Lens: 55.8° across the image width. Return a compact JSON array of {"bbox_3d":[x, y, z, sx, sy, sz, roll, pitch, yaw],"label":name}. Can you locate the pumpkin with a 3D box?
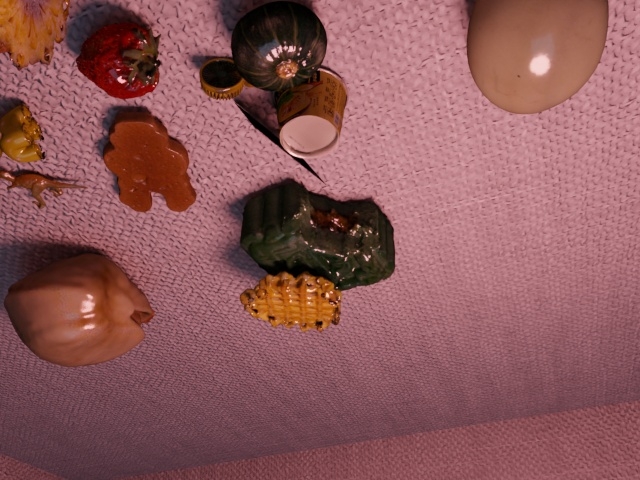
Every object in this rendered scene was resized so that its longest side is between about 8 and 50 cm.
[{"bbox_3d":[-0.070,-0.331,1.034,0.167,0.125,0.167,-13,141,-11],"label":"pumpkin"}]

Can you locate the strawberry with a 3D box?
[{"bbox_3d":[-0.349,-0.312,1.062,0.148,0.131,0.131,6,156,43],"label":"strawberry"}]

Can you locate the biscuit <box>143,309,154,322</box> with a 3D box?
[{"bbox_3d":[-0.562,0.218,1.830,0.102,0.019,0.130,-11,143,13],"label":"biscuit"}]

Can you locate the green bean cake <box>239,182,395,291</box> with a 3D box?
[{"bbox_3d":[0.000,0.000,1.447,0.300,0.169,0.308,-17,140,22],"label":"green bean cake"}]

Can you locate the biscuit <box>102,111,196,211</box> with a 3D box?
[{"bbox_3d":[-0.371,-0.164,1.311,0.185,0.044,0.295,-1,145,-7],"label":"biscuit"}]

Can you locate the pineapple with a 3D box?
[{"bbox_3d":[-0.554,-0.389,0.880,0.271,0.263,0.263,7,144,9],"label":"pineapple"}]

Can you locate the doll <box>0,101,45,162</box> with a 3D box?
[{"bbox_3d":[-0.662,-0.189,1.183,0.220,0.136,0.143,-14,146,-5],"label":"doll"}]

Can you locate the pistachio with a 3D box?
[{"bbox_3d":[-0.636,0.191,1.599,0.365,0.282,0.445,14,158,-15],"label":"pistachio"}]

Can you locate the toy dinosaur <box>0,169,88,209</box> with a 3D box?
[{"bbox_3d":[-0.622,-0.132,1.343,0.161,0.039,0.126,-18,139,17],"label":"toy dinosaur"}]

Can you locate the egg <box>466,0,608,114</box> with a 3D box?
[{"bbox_3d":[0.349,-0.334,0.983,0.218,0.219,0.269,-1,147,-1],"label":"egg"}]

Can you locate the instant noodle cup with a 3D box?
[{"bbox_3d":[-0.020,-0.240,1.162,0.151,0.122,0.151,0,142,0],"label":"instant noodle cup"}]

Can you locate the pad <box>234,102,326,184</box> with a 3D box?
[{"bbox_3d":[-0.080,-0.194,1.218,0.003,0.143,0.211,-48,129,9],"label":"pad"}]

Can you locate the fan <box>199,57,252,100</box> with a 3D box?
[{"bbox_3d":[-0.145,-0.299,1.121,0.154,0.082,0.039,-8,150,-11],"label":"fan"}]

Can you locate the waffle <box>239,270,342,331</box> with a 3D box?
[{"bbox_3d":[-0.056,0.156,1.479,0.262,0.060,0.280,-24,139,39],"label":"waffle"}]
